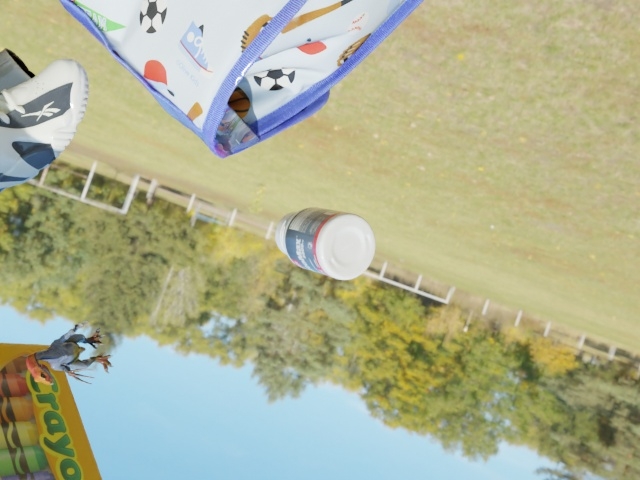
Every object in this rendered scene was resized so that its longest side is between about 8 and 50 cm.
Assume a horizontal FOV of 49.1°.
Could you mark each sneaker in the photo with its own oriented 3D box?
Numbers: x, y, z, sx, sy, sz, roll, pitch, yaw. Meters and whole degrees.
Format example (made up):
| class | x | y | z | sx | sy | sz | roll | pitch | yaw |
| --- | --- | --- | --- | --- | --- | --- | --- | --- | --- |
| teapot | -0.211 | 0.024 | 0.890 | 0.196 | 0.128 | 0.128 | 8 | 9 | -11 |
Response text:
| class | x | y | z | sx | sy | sz | roll | pitch | yaw |
| --- | --- | --- | --- | --- | --- | --- | --- | --- | --- |
| sneaker | -0.469 | -0.196 | 1.088 | 0.083 | 0.118 | 0.222 | 53 | 174 | 20 |
| sneaker | -0.359 | -0.123 | 0.710 | 0.094 | 0.235 | 0.153 | 50 | -177 | 35 |

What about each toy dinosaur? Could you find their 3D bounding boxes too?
| class | x | y | z | sx | sy | sz | roll | pitch | yaw |
| --- | --- | --- | --- | --- | --- | --- | --- | --- | --- |
| toy dinosaur | -0.206 | 0.097 | 0.560 | 0.090 | 0.047 | 0.082 | -22 | 169 | 34 |

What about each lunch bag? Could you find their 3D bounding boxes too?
| class | x | y | z | sx | sy | sz | roll | pitch | yaw |
| --- | --- | --- | --- | --- | --- | --- | --- | --- | --- |
| lunch bag | -0.078 | -0.322 | 0.776 | 0.328 | 0.385 | 0.239 | 44 | 180 | 19 |

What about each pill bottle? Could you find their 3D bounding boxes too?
| class | x | y | z | sx | sy | sz | roll | pitch | yaw |
| --- | --- | --- | --- | --- | --- | --- | --- | --- | --- |
| pill bottle | 0.000 | 0.000 | 1.171 | 0.108 | 0.108 | 0.180 | 20 | 176 | -31 |

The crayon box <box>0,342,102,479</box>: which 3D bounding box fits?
| class | x | y | z | sx | sy | sz | roll | pitch | yaw |
| --- | --- | --- | --- | --- | --- | --- | --- | --- | --- |
| crayon box | -0.276 | 0.178 | 0.520 | 0.203 | 0.083 | 0.323 | 61 | -163 | 22 |
